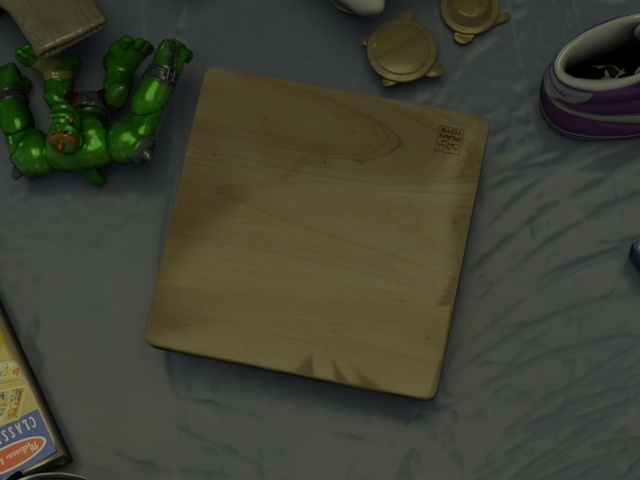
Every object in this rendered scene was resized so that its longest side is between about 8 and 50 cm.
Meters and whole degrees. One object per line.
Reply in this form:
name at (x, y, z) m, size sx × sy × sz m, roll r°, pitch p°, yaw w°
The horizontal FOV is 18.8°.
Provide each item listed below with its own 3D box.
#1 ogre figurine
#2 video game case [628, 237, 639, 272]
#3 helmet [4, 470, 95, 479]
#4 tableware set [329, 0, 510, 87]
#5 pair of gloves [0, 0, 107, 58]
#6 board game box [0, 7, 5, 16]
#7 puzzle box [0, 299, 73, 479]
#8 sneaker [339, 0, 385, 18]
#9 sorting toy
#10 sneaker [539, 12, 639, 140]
ogre figurine at (-0.212, -0.118, 1.756) m, size 0.197 × 0.097 × 0.118 m, roll -1°, pitch 71°, yaw 0°
video game case at (0.447, 0.048, 1.694) m, size 0.244 × 0.061 × 0.269 m, roll -33°, pitch 77°, yaw -5°
helmet at (-0.225, 0.273, 1.615) m, size 0.169 × 0.161 × 0.169 m, roll 0°, pitch 91°, yaw -9°
tableware set at (0.083, -0.227, 1.800) m, size 0.141 × 0.020 × 0.168 m, roll -31°, pitch 72°, yaw -10°
pair of gloves at (-0.215, -0.280, 1.796) m, size 0.240 × 0.042 × 0.204 m, roll -35°, pitch 61°, yaw -17°
board game box at (-0.384, -0.258, 1.834) m, size 0.186 × 0.026 × 0.126 m, roll 37°, pitch 81°, yaw 11°
puzzle box at (-0.460, 0.165, 1.726) m, size 0.409 × 0.052 × 0.272 m, roll -27°, pitch 77°, yaw -3°
sneaker at (0.106, -0.315, 1.781) m, size 0.297 × 0.111 × 0.129 m, roll -38°, pitch 88°, yaw -10°
sorting toy at (0.000, 0.000, 1.718) m, size 0.257 × 0.089 × 0.255 m, roll 11°, pitch 78°, yaw 6°
sneaker at (0.337, -0.150, 1.698) m, size 0.282 × 0.161 × 0.102 m, roll -10°, pitch 75°, yaw 0°
